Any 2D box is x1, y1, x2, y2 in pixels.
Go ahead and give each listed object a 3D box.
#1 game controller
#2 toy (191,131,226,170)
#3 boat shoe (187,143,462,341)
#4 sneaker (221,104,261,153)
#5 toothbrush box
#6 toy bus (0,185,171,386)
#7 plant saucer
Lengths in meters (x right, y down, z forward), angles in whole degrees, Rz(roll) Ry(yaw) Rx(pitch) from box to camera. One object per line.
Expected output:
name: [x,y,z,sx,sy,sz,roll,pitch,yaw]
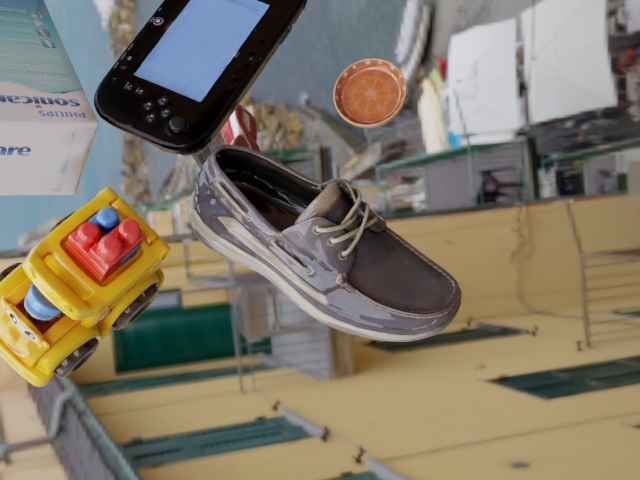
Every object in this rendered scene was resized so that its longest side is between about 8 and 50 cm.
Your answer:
game controller: [-0.149,-0.249,1.268,0.319,0.167,0.067,-59,-8,-25]
toy: [-0.175,-0.185,1.531,0.237,0.056,0.136,67,-163,-49]
boat shoe: [0.000,0.000,1.156,0.132,0.356,0.130,-58,-14,-36]
sneaker: [-0.185,-0.157,1.934,0.128,0.087,0.221,-33,36,27]
toothbrush box: [-0.436,-0.198,1.255,0.295,0.216,0.126,58,136,34]
toy bus: [-0.283,0.044,1.158,0.149,0.220,0.211,46,152,0]
plant saucer: [0.056,-0.165,1.115,0.013,0.084,0.083,51,-156,-69]
